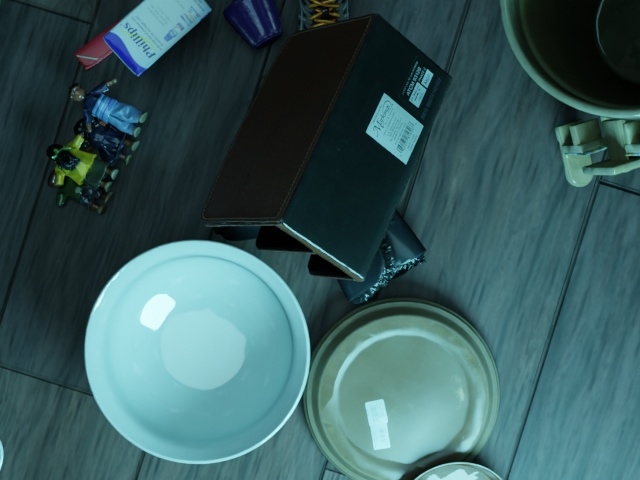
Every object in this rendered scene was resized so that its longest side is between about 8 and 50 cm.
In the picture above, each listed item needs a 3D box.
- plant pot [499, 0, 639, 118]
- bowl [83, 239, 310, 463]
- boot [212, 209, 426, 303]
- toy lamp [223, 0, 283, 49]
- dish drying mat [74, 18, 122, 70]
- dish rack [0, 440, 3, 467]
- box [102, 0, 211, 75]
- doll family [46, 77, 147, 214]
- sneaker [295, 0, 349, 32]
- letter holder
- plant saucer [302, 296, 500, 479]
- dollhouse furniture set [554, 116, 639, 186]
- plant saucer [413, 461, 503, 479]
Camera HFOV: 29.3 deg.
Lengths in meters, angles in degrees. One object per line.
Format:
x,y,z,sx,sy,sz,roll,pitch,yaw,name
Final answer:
0.416,-0.305,1.570,0.323,0.280,0.323,0,89,22,plant pot
-0.162,0.147,1.666,0.297,0.134,0.298,0,89,0,bowl
0.000,0.000,1.684,0.246,0.094,0.207,-28,86,-6,boot
-0.137,-0.395,1.700,0.080,0.080,0.275,-30,87,0,toy lamp
-0.306,-0.276,1.733,0.083,0.008,0.032,-36,88,0,dish drying mat
-0.621,0.381,1.701,0.285,0.072,0.333,19,89,1,dish rack
-0.223,-0.295,1.670,0.137,0.126,0.072,-41,102,0,box
-0.321,-0.134,1.704,0.111,0.076,0.193,27,85,5,doll family
0.003,-0.320,1.695,0.084,0.083,0.215,-8,91,-1,sneaker
0.001,-0.118,1.599,0.152,0.214,0.302,34,71,-32,letter holder
0.114,0.217,1.696,0.277,0.041,0.278,0,96,-2,plant saucer
0.474,-0.104,1.629,0.242,0.212,0.161,-18,99,-18,dollhouse furniture set
0.182,0.375,1.693,0.168,0.029,0.169,-2,109,-7,plant saucer
